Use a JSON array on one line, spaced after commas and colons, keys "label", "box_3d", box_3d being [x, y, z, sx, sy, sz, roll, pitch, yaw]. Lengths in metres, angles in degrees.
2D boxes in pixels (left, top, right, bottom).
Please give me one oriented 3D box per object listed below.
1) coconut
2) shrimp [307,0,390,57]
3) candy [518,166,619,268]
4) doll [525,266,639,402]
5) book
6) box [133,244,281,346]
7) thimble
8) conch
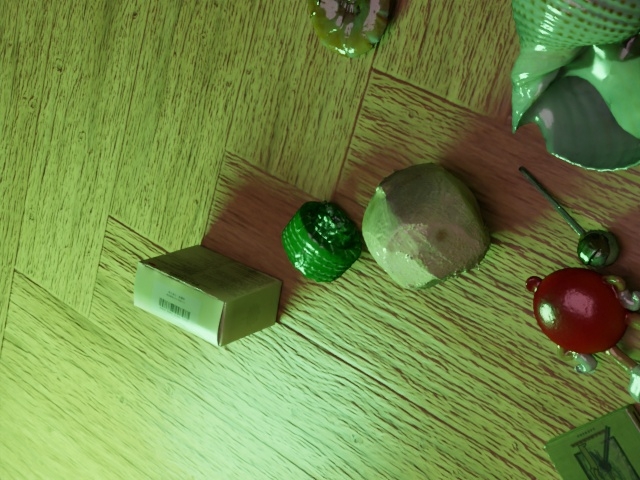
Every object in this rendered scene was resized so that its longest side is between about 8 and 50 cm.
[{"label": "coconut", "box_3d": [0.152, -0.026, 1.513, 0.194, 0.194, 0.194, 9, 105, 34]}, {"label": "shrimp", "box_3d": [0.038, -0.433, 1.567, 0.152, 0.063, 0.287, 0, 106, 39]}, {"label": "candy", "box_3d": [0.354, -0.038, 1.447, 0.202, 0.061, 0.061, 51, 125, 25]}, {"label": "doll", "box_3d": [0.392, 0.118, 1.429, 0.217, 0.085, 0.183, 28, 123, 25]}, {"label": "book", "box_3d": [0.454, 0.375, 1.479, 0.161, 0.026, 0.231, -36, 79, 35]}, {"label": "box", "box_3d": [-0.204, 0.096, 1.800, 0.212, 0.168, 0.095, 22, 111, 30]}, {"label": "thimble", "box_3d": [0.000, 0.000, 1.667, 0.090, 0.118, 0.130, -51, 44, 36]}, {"label": "conch", "box_3d": [0.381, -0.258, 1.279, 0.303, 0.215, 0.319, 49, 155, 24]}]
